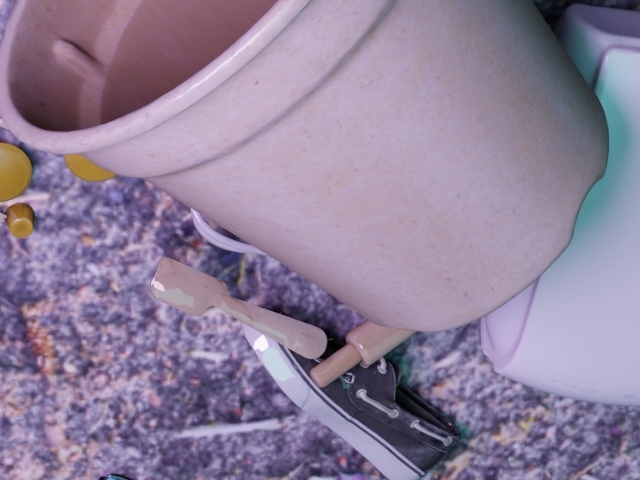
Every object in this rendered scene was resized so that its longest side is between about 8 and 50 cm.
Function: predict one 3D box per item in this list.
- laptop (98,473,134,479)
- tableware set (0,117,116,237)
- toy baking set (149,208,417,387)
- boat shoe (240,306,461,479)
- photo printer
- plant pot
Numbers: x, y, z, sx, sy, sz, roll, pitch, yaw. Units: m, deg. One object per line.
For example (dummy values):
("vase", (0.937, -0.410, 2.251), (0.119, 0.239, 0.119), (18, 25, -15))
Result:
("laptop", (-0.068, 0.461, 1.539), (0.236, 0.408, 0.382), (4, 123, -50))
("tableware set", (-0.193, -0.069, 1.354), (0.104, 0.024, 0.154), (26, 109, -25))
("toy baking set", (0.005, 0.005, 1.384), (0.256, 0.030, 0.196), (-38, 106, -14))
("boat shoe", (0.026, 0.109, 1.456), (0.070, 0.078, 0.219), (-40, 125, 12))
("photo printer", (0.263, -0.013, 1.403), (0.256, 0.107, 0.307), (5, 116, -18))
("plant pot", (0.014, -0.109, 1.212), (0.334, 0.334, 0.305), (-40, 124, 12))
